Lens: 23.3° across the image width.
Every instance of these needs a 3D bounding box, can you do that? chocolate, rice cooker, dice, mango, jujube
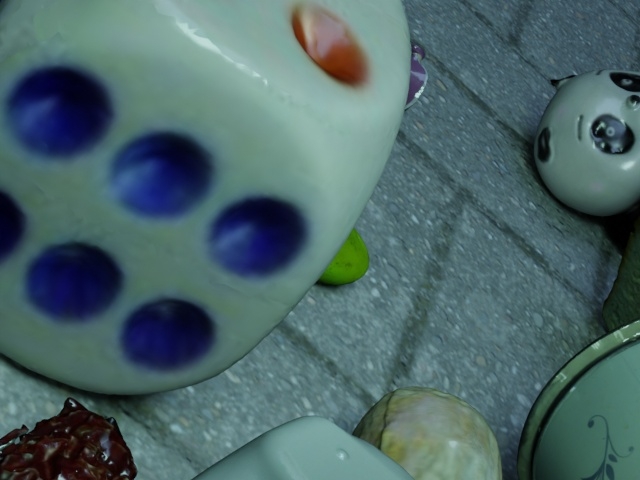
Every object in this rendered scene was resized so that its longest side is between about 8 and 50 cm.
[{"bbox_3d":[0.068,0.222,1.111,0.134,0.134,0.309,35,35,-19],"label":"chocolate"},{"bbox_3d":[0.309,0.206,1.260,0.264,0.316,0.317,47,27,-34],"label":"rice cooker"},{"bbox_3d":[-0.123,-0.101,1.079,0.277,0.304,0.304,33,34,-21],"label":"dice"},{"bbox_3d":[0.000,0.000,1.351,0.108,0.056,0.073,30,41,-30],"label":"mango"},{"bbox_3d":[-0.159,0.163,0.941,0.104,0.104,0.166,48,23,2],"label":"jujube"}]

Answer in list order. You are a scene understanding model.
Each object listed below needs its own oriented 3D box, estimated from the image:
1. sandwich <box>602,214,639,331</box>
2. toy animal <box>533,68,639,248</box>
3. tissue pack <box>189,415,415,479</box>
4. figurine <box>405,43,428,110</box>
[{"bbox_3d":[0.390,0.122,1.526,0.095,0.249,0.273,-22,66,-15],"label":"sandwich"},{"bbox_3d":[0.355,-0.092,1.773,0.235,0.165,0.187,40,49,-16],"label":"toy animal"},{"bbox_3d":[-0.052,0.268,0.834,0.229,0.236,0.333,41,30,8],"label":"tissue pack"},{"bbox_3d":[0.039,-0.179,1.573,0.156,0.094,0.115,40,49,-46],"label":"figurine"}]
